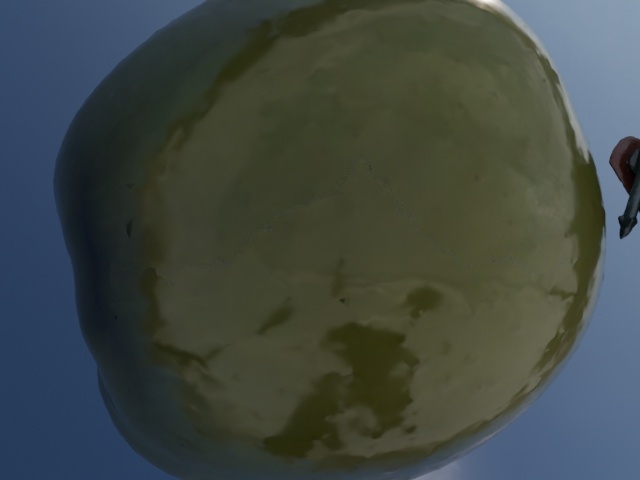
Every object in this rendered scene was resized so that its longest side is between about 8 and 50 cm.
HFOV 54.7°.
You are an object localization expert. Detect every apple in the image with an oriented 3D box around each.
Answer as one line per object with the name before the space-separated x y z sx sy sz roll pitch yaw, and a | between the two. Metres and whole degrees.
apple | 0.000 0.000 0.556 0.474 0.474 0.473 0 -91 -31

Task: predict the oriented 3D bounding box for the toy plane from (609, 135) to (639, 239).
toy plane | 0.321 0.030 0.474 0.223 0.104 0.326 15 -98 7
